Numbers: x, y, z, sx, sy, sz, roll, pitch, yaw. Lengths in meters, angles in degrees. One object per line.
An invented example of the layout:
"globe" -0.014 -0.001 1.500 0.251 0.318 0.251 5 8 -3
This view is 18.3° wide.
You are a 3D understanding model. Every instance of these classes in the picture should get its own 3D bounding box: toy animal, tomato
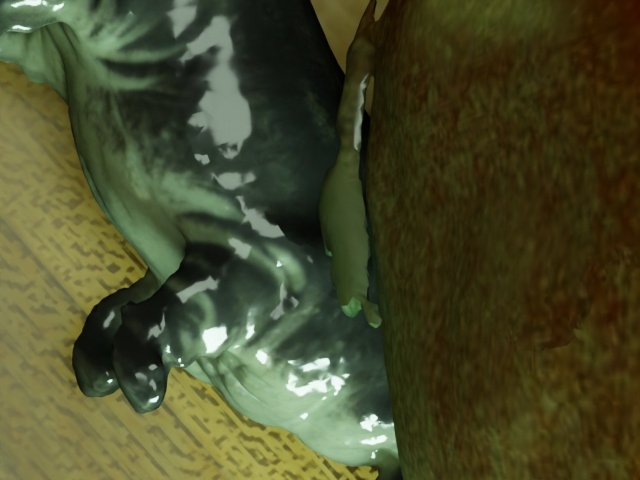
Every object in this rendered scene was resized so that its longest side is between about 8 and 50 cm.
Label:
"toy animal" -0.008 0.015 0.744 0.168 0.106 0.343 -45 103 -18
"tomato" 0.139 -0.007 0.630 0.303 0.239 0.304 7 79 -40
